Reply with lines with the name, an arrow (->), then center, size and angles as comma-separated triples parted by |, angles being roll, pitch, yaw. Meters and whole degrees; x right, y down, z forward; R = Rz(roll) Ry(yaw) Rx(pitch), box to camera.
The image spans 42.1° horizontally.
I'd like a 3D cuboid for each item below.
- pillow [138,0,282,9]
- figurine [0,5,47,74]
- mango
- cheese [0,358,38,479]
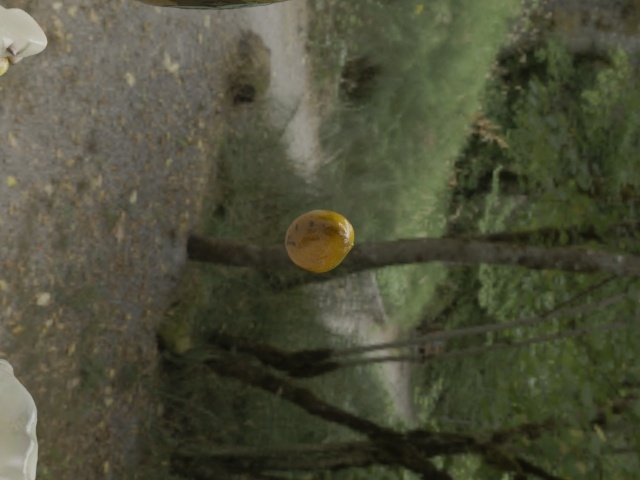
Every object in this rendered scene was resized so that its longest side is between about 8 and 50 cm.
pillow -> -0.120, -0.311, 0.882 | 0.312, 0.310, 0.119 | -66, 158, -82
figurine -> -0.214, -0.123, 0.519 | 0.047, 0.051, 0.083 | 61, 20, 4
mango -> 0.000, 0.000, 1.015 | 0.114, 0.079, 0.057 | -28, -157, 55
cheese -> -0.330, 0.243, 0.593 | 0.153, 0.292, 0.332 | 18, 52, -38
